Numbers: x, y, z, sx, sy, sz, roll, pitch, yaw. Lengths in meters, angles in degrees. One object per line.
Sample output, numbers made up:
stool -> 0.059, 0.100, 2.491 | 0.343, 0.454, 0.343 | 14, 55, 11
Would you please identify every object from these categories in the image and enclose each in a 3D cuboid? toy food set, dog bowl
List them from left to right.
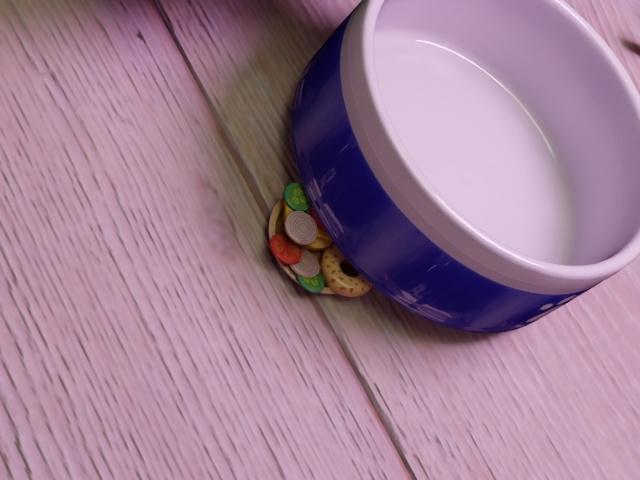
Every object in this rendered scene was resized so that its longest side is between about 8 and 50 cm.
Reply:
toy food set -> 0.000, 0.000, 1.078 | 0.082, 0.020, 0.083 | 10, 63, -27
dog bowl -> 0.114, -0.070, 1.114 | 0.264, 0.104, 0.265 | 17, 54, -26
